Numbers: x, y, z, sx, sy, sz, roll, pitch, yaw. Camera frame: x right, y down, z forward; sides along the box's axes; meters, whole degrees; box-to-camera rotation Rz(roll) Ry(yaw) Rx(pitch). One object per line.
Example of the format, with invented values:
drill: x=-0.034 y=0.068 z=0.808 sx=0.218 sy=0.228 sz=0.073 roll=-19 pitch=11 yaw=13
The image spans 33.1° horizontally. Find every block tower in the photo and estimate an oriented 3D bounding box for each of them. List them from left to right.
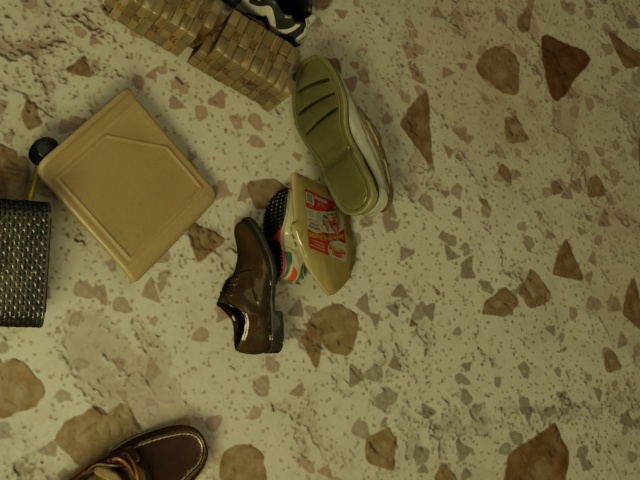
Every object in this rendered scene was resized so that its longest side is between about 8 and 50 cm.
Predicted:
block tower: x=-0.193 y=-0.349 z=1.812 sx=0.335 sy=0.091 sz=0.097 roll=31 pitch=65 yaw=-18

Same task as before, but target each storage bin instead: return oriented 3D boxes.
storage bin: x=-0.443 y=0.031 z=1.542 sx=0.084 sy=0.122 sz=0.180 roll=3 pitch=91 yaw=-27

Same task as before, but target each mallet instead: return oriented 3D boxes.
mallet: x=-0.444 y=-0.066 z=1.642 sx=0.039 sy=0.062 sz=0.189 roll=19 pitch=83 yaw=-24

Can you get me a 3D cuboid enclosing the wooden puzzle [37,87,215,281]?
wooden puzzle: x=-0.302 y=-0.088 z=1.696 sx=0.238 sy=0.044 sz=0.221 roll=53 pitch=53 yaw=-18

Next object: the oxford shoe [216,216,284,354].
oxford shoe: x=-0.121 y=0.072 z=1.744 sx=0.096 sy=0.083 sz=0.227 roll=-3 pitch=77 yaw=-24

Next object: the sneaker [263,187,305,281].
sneaker: x=-0.051 y=-0.006 z=1.824 sx=0.075 sy=0.057 sz=0.161 roll=18 pitch=66 yaw=-41

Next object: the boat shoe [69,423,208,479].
boat shoe: x=-0.297 y=0.365 z=1.547 sx=0.342 sy=0.123 sz=0.123 roll=-22 pitch=87 yaw=-30

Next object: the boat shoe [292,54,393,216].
boat shoe: x=0.040 y=-0.180 z=1.889 sx=0.103 sy=0.113 sz=0.302 roll=3 pitch=65 yaw=-55

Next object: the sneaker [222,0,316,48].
sneaker: x=-0.095 y=-0.438 z=1.851 sx=0.094 sy=0.153 sz=0.235 roll=-38 pitch=96 yaw=-31

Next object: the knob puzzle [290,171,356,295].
knob puzzle: x=0.000 y=0.000 z=1.819 sx=0.213 sy=0.030 sz=0.213 roll=33 pitch=49 yaw=-50
